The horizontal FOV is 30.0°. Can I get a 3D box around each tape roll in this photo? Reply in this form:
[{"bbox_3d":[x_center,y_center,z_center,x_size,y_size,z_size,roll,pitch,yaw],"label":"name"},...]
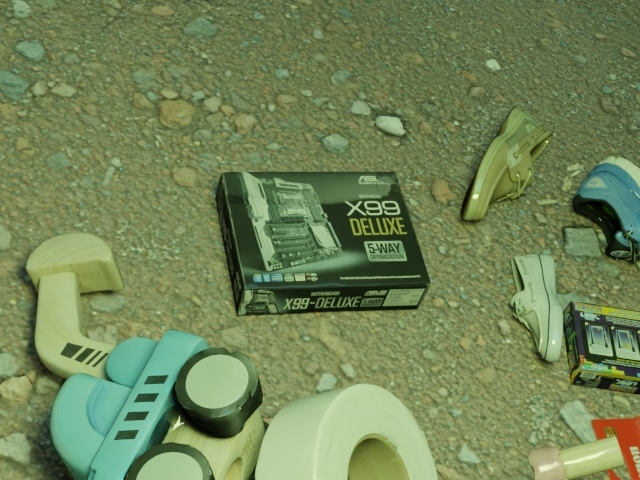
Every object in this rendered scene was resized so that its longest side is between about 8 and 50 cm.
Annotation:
[{"bbox_3d":[0.043,0.333,1.553,0.286,0.100,0.286,28,52,-45],"label":"tape roll"}]

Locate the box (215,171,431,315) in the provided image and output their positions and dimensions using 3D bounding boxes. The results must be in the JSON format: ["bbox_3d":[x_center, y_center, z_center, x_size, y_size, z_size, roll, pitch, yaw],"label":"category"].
[{"bbox_3d":[0.000,0.000,1.931,0.307,0.076,0.242,-1,52,-17],"label":"box"}]

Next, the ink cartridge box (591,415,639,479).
[{"bbox_3d":[0.556,0.340,1.833,0.232,0.066,0.189,4,51,-19],"label":"ink cartridge box"}]

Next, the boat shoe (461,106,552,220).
[{"bbox_3d":[0.336,-0.128,2.121,0.098,0.109,0.302,28,44,8],"label":"boat shoe"}]

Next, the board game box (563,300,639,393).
[{"bbox_3d":[0.488,0.177,1.950,0.170,0.048,0.141,10,48,-8],"label":"board game box"}]

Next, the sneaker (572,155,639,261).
[{"bbox_3d":[0.577,0.004,2.089,0.147,0.130,0.330,-39,66,-22],"label":"sneaker"}]

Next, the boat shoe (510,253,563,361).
[{"bbox_3d":[0.349,0.111,1.955,0.075,0.083,0.226,4,38,1],"label":"boat shoe"}]

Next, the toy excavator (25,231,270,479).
[{"bbox_3d":[-0.271,0.201,1.609,0.445,0.222,0.433,13,55,17],"label":"toy excavator"}]

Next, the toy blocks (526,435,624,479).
[{"bbox_3d":[0.316,0.471,1.562,0.260,0.309,0.288,-17,30,8],"label":"toy blocks"}]
